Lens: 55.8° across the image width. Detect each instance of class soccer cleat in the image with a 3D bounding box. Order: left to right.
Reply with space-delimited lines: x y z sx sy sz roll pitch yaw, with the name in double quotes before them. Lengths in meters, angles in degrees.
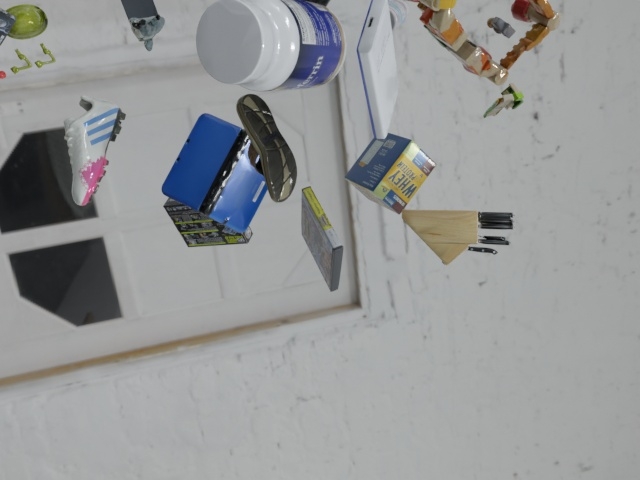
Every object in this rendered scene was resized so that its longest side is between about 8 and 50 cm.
"soccer cleat" -0.645 -0.250 1.649 0.116 0.143 0.331 -36 -140 52

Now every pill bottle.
"pill bottle" -0.077 -0.330 1.016 0.265 0.153 0.153 -27 110 -57
"pill bottle" 0.238 -0.749 2.013 0.160 0.087 0.087 -52 144 -49

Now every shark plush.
"shark plush" -0.357 -0.448 1.236 0.073 0.067 0.161 59 0 -5

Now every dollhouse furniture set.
"dollhouse furniture set" 0.480 -0.376 1.599 0.076 0.152 0.058 -42 -106 45

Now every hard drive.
"hard drive" 0.158 -0.453 1.604 0.318 0.040 0.210 67 34 -58

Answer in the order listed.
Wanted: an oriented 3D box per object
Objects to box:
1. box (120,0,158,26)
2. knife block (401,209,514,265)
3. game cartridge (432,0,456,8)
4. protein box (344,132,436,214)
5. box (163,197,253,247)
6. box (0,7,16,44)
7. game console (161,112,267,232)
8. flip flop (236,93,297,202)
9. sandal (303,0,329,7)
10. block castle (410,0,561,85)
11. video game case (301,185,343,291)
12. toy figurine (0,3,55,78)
"box" -0.609 -0.816 1.965 0.184 0.103 0.261 -144 -147 -72
"knife block" 0.403 -0.055 1.722 0.275 0.242 0.088 47 9 8
"game cartridge" 0.261 -0.673 1.172 0.323 0.053 0.285 99 -8 -58
"protein box" 0.222 -0.224 1.956 0.136 0.201 0.200 37 -1 -32
"box" -0.414 -0.076 2.231 0.060 0.270 0.216 -70 147 -43
"box" -0.780 -0.518 1.448 0.067 0.083 0.018 29 30 -38
"game console" -0.305 -0.211 1.905 0.173 0.250 0.293 23 -96 47
"flip flop" -0.144 -0.227 1.511 0.080 0.112 0.276 -14 -74 43
"sandal" -0.049 -0.580 1.441 0.167 0.446 0.107 44 19 -12
"block castle" 0.451 -0.685 1.735 0.453 0.303 0.212 29 19 -42
"video game case" 0.000 0.000 1.948 0.274 0.035 0.248 94 -28 -58
"toy figurine" -0.914 -0.534 1.622 0.217 0.363 0.191 -154 -131 -67
